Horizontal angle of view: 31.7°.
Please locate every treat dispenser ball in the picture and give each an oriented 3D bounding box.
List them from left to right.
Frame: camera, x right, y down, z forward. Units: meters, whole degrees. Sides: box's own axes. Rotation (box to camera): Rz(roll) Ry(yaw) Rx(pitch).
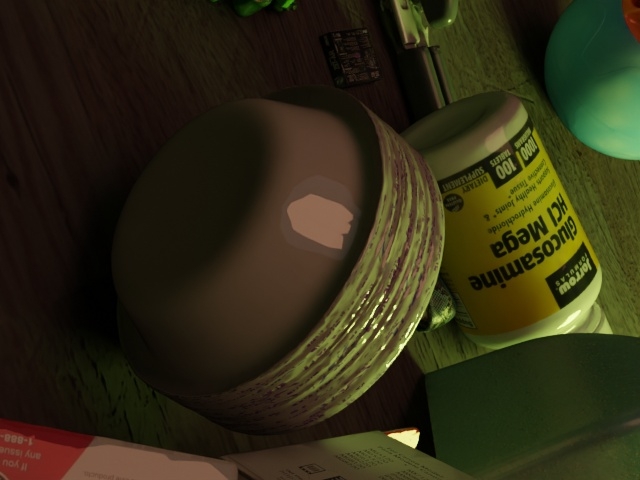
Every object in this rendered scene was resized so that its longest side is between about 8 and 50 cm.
[{"bbox_3d":[0.489,-0.267,1.728,0.288,0.288,0.288,25,58,-46],"label":"treat dispenser ball"}]

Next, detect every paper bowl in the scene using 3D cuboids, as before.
[{"bbox_3d":[-0.054,0.001,0.906,0.148,0.284,0.284,36,50,-38],"label":"paper bowl"}]

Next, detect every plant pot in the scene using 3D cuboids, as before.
[{"bbox_3d":[0.286,0.242,1.218,0.247,0.252,0.247,58,13,-19],"label":"plant pot"}]

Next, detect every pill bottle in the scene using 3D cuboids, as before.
[{"bbox_3d":[0.219,0.006,1.346,0.333,0.188,0.188,60,38,-17],"label":"pill bottle"}]

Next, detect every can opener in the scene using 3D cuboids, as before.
[{"bbox_3d":[0.142,-0.227,1.430,0.074,0.093,0.280,-17,95,-55],"label":"can opener"}]

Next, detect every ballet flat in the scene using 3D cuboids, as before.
[{"bbox_3d":[0.093,0.025,1.286,0.188,0.070,0.070,59,38,-13],"label":"ballet flat"}]

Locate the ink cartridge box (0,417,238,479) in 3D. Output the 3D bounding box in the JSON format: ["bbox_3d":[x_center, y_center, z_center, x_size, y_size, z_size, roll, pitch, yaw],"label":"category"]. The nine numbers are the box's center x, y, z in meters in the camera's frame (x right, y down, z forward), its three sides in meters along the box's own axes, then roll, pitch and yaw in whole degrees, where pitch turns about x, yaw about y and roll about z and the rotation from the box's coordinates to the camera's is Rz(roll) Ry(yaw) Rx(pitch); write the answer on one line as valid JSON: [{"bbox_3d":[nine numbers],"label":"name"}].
[{"bbox_3d":[-0.189,0.274,0.691,0.226,0.131,0.306,18,66,-27],"label":"ink cartridge box"}]

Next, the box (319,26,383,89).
[{"bbox_3d":[0.038,-0.217,1.341,0.083,0.018,0.067,-23,95,-54],"label":"box"}]

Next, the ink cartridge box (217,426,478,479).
[{"bbox_3d":[0.012,0.317,0.884,0.272,0.130,0.309,2,107,-53],"label":"ink cartridge box"}]

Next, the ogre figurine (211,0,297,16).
[{"bbox_3d":[-0.057,-0.278,1.154,0.197,0.118,0.096,28,55,-45],"label":"ogre figurine"}]
